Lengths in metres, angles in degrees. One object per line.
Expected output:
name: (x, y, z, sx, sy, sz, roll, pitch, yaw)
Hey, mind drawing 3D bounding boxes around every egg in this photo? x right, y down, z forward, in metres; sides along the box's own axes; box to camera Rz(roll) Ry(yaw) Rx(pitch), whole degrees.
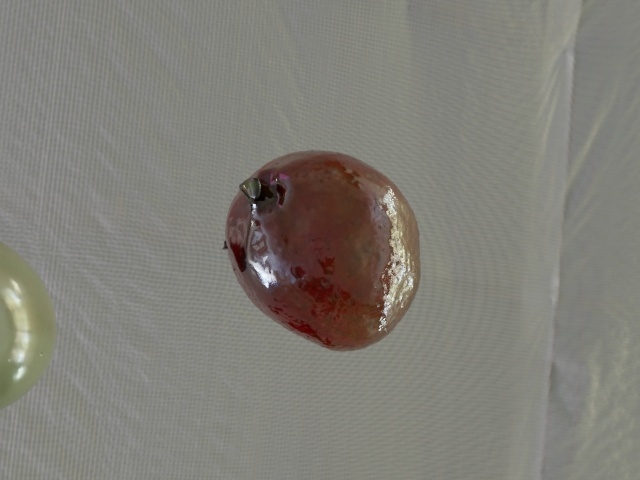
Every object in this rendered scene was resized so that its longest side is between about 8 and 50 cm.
egg: (-0.421, 0.089, 0.880, 0.219, 0.219, 0.269, -57, -43, -11)

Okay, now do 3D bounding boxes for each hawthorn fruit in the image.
hawthorn fruit: (0.000, 0.000, 0.665, 0.169, 0.169, 0.188, -54, -36, -12)
